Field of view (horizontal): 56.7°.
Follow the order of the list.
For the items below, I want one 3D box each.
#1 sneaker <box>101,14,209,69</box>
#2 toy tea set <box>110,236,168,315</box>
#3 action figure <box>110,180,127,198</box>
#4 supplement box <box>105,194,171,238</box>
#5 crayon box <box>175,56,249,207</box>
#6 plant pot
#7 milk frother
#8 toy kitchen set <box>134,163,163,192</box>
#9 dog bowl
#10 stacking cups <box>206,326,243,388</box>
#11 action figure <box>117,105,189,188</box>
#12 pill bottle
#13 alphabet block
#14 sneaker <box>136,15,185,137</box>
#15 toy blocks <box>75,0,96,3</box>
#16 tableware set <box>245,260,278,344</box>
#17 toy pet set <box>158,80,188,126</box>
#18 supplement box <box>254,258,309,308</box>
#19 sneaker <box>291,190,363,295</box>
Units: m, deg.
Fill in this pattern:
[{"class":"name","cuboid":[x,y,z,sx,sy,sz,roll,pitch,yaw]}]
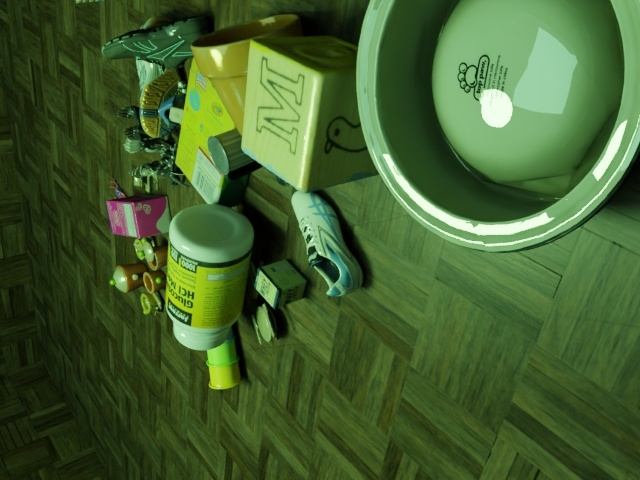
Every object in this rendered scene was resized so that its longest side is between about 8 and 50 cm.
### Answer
[{"class":"sneaker","cuboid":[-0.379,-0.443,1.378,0.268,0.101,0.106,-7,120,13]},{"class":"toy tea set","cuboid":[-0.583,0.102,1.901,0.200,0.124,0.336,53,138,25]},{"class":"action figure","cuboid":[-0.681,-0.157,2.006,0.115,0.030,0.038,45,130,29]},{"class":"supplement box","cuboid":[-0.554,-0.076,1.808,0.220,0.111,0.113,9,109,49]},{"class":"crayon box","cuboid":[-0.234,-0.251,1.363,0.202,0.081,0.318,49,137,28]},{"class":"plant pot","cuboid":[-0.116,-0.303,1.120,0.205,0.205,0.187,20,134,46]},{"class":"milk frother","cuboid":[-0.137,-0.167,1.225,0.143,0.135,0.129,38,145,39]},{"class":"toy kitchen set","cuboid":[-0.498,-0.170,1.735,0.075,0.068,0.083,36,130,38]},{"class":"dog bowl","cuboid":[0.235,-0.198,0.740,0.408,0.151,0.407,24,122,45]},{"class":"stacking cups","cuboid":[-0.278,0.236,1.609,0.096,0.096,0.315,0,100,51]},{"class":"action figure","cuboid":[-0.460,-0.235,1.605,0.275,0.141,0.164,50,149,28]},{"class":"pill bottle","cuboid":[-0.268,0.096,1.400,0.188,0.188,0.333,42,135,34]},{"class":"alphabet block","cuboid":[-0.003,-0.221,0.998,0.193,0.193,0.197,36,131,36]},{"class":"sneaker","cuboid":[-0.415,-0.415,1.519,0.131,0.112,0.296,27,112,54]},{"class":"toy blocks","cuboid":[-0.642,-0.772,1.610,0.381,0.191,0.260,22,127,61]},{"class":"tableware set","cuboid":[-0.140,0.148,1.436,0.128,0.039,0.194,-42,64,62]},{"class":"toy pet set","cuboid":[-0.354,-0.326,1.453,0.114,0.065,0.122,-88,15,-50]},{"class":"supplement box","cuboid":[-0.086,0.095,1.308,0.083,0.083,0.056,43,134,33]},{"class":"sneaker","cuboid":[0.000,0.000,1.164,0.237,0.086,0.085,61,143,17]}]
